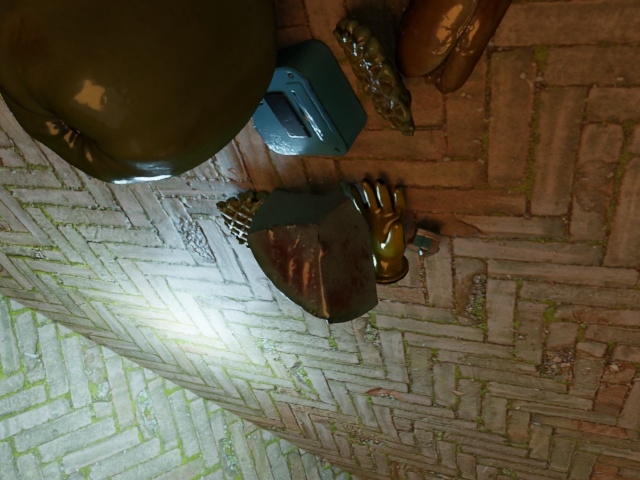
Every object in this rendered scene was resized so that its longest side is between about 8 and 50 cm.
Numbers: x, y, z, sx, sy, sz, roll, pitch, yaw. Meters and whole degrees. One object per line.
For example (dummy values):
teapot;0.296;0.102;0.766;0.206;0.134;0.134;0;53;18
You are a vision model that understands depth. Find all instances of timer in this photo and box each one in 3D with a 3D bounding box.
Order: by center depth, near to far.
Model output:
timer;-0.057;-0.284;1.241;0.250;0.091;0.232;6;145;40

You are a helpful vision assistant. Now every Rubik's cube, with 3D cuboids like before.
Rubik's cube;0.250;0.007;1.438;0.075;0.073;0.084;20;-171;18

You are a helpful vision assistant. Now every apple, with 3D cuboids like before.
apple;-0.304;-0.318;0.994;0.473;0.474;0.474;14;145;10

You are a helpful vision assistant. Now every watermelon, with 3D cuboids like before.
watermelon;0.000;0.000;1.411;0.387;0.228;0.258;51;127;14

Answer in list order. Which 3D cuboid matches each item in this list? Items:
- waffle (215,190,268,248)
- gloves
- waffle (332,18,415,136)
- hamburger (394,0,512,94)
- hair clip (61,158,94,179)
waffle;-0.161;-0.046;1.610;0.207;0.054;0.214;-4;135;27
gloves;0.142;-0.034;1.438;0.133;0.116;0.294;4;136;17
waffle;0.095;-0.293;1.037;0.054;0.223;0.204;-34;118;4
hamburger;0.202;-0.341;0.931;0.144;0.157;0.283;24;148;-2
hair clip;-0.681;-0.209;1.681;0.030;0.039;0.115;0;143;36
